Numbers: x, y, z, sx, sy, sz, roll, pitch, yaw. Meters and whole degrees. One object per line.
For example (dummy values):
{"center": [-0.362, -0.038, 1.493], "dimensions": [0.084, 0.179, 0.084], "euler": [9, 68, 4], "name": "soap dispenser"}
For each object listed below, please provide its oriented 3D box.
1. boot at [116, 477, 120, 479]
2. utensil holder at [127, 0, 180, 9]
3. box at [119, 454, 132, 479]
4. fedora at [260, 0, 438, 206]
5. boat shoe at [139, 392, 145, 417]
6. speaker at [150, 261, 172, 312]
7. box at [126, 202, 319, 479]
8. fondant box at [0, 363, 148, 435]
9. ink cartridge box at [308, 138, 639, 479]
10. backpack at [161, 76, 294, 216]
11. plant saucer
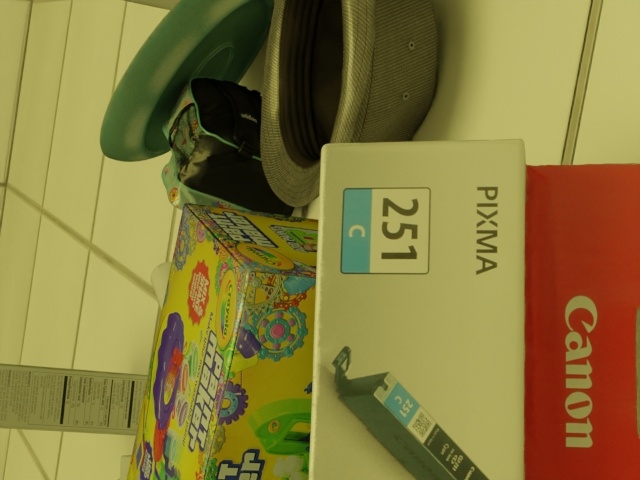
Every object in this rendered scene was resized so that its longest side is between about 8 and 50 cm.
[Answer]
{"center": [-0.302, 0.478, 1.777], "dimensions": [0.123, 0.095, 0.258], "euler": [18, 88, 63], "name": "boot"}
{"center": [-0.319, -0.517, 1.761], "dimensions": [0.327, 0.385, 0.328], "euler": [-172, 90, -66], "name": "utensil holder"}
{"center": [-0.215, 0.377, 1.650], "dimensions": [0.130, 0.091, 0.170], "euler": [157, 116, -63], "name": "box"}
{"center": [0.035, -0.170, 1.207], "dimensions": [0.243, 0.124, 0.275], "euler": [-151, 65, -65], "name": "fedora"}
{"center": [-0.150, 0.158, 1.479], "dimensions": [0.302, 0.114, 0.091], "euler": [-97, 28, -58], "name": "boat shoe"}
{"center": [-0.207, 0.088, 1.754], "dimensions": [0.136, 0.055, 0.055], "euler": [-120, 43, -53], "name": "speaker"}
{"center": [0.012, 0.144, 0.994], "dimensions": [0.177, 0.279, 0.290], "euler": [41, 120, 61], "name": "box"}
{"center": [-0.424, 0.239, 1.853], "dimensions": [0.238, 0.330, 0.096], "euler": [170, 107, -65], "name": "fondant box"}
{"center": [0.127, 0.082, 0.795], "dimensions": [0.066, 0.261, 0.296], "euler": [47, -137, -75], "name": "ink cartridge box"}
{"center": [-0.108, -0.107, 1.457], "dimensions": [0.144, 0.166, 0.188], "euler": [-56, 33, 31], "name": "backpack"}
{"center": [-0.155, -0.217, 1.530], "dimensions": [0.317, 0.043, 0.317], "euler": [-50, -7, -9], "name": "plant saucer"}
